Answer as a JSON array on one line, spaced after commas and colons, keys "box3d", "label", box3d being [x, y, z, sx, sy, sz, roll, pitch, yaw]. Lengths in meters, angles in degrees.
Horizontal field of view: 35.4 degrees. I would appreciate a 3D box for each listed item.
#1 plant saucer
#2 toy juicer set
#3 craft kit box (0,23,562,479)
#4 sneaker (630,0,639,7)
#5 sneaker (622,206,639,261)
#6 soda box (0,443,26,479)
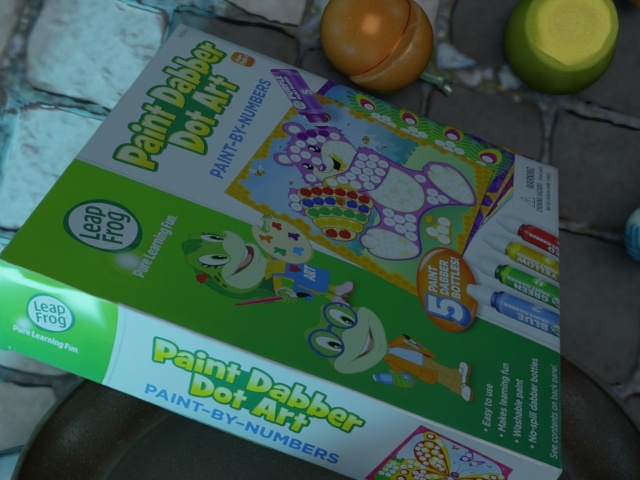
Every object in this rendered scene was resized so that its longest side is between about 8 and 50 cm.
[{"box3d": [0.009, 0.125, 0.487, 0.310, 0.310, 0.050, -5, 120, -5], "label": "plant saucer"}, {"box3d": [0.060, -0.243, 0.611, 0.209, 0.089, 0.329, -8, 93, 8], "label": "toy juicer set"}, {"box3d": [0.000, 0.000, 0.512, 0.246, 0.250, 0.061, 18, 126, -1], "label": "craft kit box"}, {"box3d": [0.284, -0.179, 0.621, 0.214, 0.084, 0.083, 5, 86, 6], "label": "sneaker"}, {"box3d": [0.274, -0.053, 0.607, 0.228, 0.087, 0.092, -24, 79, -13], "label": "sneaker"}, {"box3d": [-0.157, 0.257, 0.533, 0.098, 0.091, 0.286, -15, 85, -3], "label": "soda box"}]
